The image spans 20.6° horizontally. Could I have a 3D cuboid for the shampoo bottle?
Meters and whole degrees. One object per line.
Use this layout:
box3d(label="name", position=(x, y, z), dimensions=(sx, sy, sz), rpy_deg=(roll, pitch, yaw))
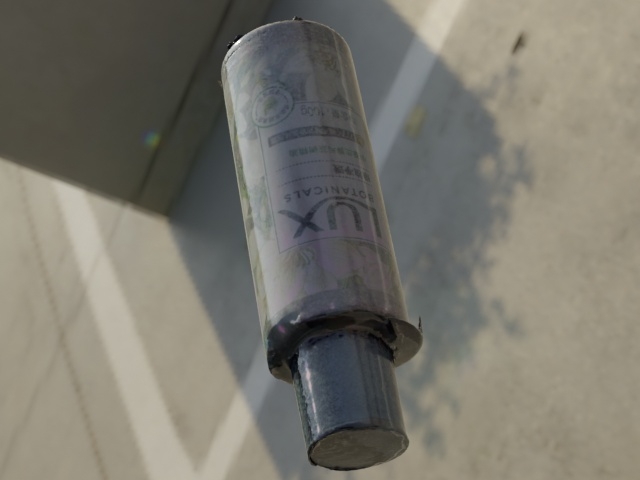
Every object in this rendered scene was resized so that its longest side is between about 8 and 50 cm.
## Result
box3d(label="shampoo bottle", position=(0.000, 0.000, 0.789), dimensions=(0.072, 0.072, 0.214), rpy_deg=(-48, 42, 43))
